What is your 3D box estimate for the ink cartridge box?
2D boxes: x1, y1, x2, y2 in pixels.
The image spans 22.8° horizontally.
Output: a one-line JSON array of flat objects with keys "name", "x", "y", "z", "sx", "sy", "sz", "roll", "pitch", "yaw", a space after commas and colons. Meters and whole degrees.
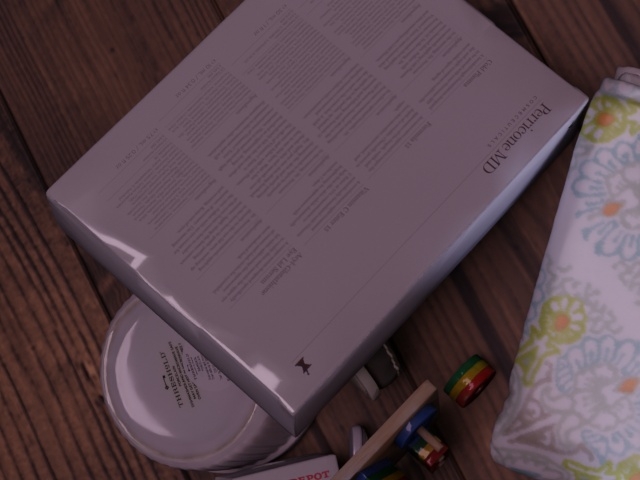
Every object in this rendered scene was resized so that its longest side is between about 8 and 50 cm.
[{"name": "ink cartridge box", "x": -0.029, "y": 0.279, "z": 1.455, "sx": 0.109, "sy": 0.063, "sz": 0.150, "roll": -11, "pitch": 85, "yaw": -22}]

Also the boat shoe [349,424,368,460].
[{"name": "boat shoe", "x": 0.047, "y": 0.220, "z": 1.474, "sx": 0.035, "sy": 0.035, "sz": 0.100, "roll": -6, "pitch": 83, "yaw": -7}]

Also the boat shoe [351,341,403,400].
[{"name": "boat shoe", "x": 0.000, "y": -0.001, "z": 1.451, "sx": 0.091, "sy": 0.109, "sz": 0.305, "roll": -28, "pitch": 79, "yaw": -9}]

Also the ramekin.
[{"name": "ramekin", "x": -0.109, "y": 0.120, "z": 1.490, "sx": 0.207, "sy": 0.109, "sz": 0.207, "roll": 0, "pitch": 89, "yaw": 21}]

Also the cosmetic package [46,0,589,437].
[{"name": "cosmetic package", "x": 0.000, "y": -0.065, "z": 1.368, "sx": 0.284, "sy": 0.097, "sz": 0.377, "roll": 40, "pitch": 75, "yaw": 15}]

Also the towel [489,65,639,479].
[{"name": "towel", "x": 0.343, "y": 0.061, "z": 1.336, "sx": 0.321, "sy": 0.090, "sz": 0.374, "roll": 18, "pitch": 95, "yaw": 23}]

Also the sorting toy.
[{"name": "sorting toy", "x": 0.059, "y": 0.201, "z": 1.369, "sx": 0.046, "sy": 0.132, "sz": 0.274, "roll": 42, "pitch": 81, "yaw": 16}]
